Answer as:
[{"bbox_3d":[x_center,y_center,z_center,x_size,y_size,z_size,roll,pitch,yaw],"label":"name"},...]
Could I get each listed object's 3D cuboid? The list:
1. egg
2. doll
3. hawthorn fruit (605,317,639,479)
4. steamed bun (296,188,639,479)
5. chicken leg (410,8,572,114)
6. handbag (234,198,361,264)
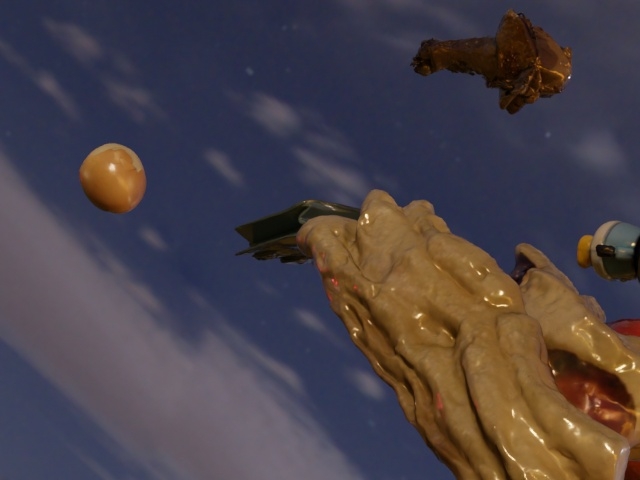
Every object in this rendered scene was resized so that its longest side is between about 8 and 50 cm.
[{"bbox_3d":[-0.225,-0.066,1.390,0.083,0.071,0.071,52,-14,34],"label":"egg"},{"bbox_3d":[0.556,0.036,1.977,0.314,0.141,0.177,7,2,44],"label":"doll"},{"bbox_3d":[0.407,0.220,1.695,0.262,0.235,0.231,11,-47,3],"label":"hawthorn fruit"},{"bbox_3d":[0.166,0.098,0.999,0.247,0.189,0.428,48,4,-35],"label":"steamed bun"},{"bbox_3d":[0.215,-0.227,1.563,0.196,0.125,0.080,31,-17,32],"label":"chicken leg"},{"bbox_3d":[0.000,0.000,1.927,0.229,0.062,0.179,10,-21,-43],"label":"handbag"}]
